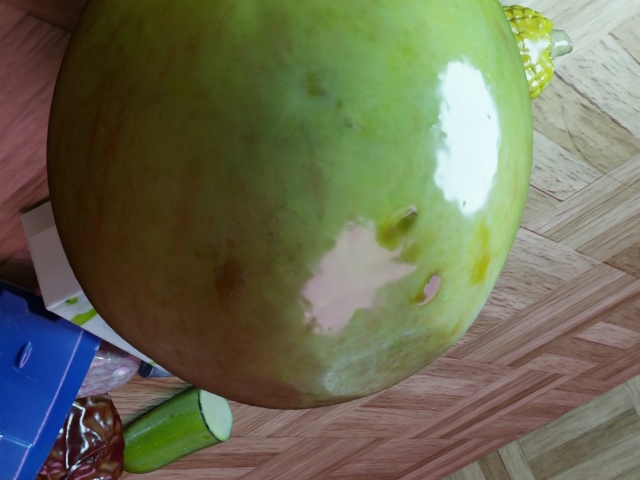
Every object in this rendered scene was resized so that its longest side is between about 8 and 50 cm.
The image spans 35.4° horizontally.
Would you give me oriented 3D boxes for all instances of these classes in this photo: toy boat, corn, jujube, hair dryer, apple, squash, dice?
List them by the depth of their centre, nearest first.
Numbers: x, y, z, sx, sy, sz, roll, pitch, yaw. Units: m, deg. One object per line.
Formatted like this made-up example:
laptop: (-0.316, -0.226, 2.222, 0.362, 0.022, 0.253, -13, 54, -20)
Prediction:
apple: (-0.024, -0.067, 0.672, 0.338, 0.338, 0.305, -15, 138, -18)
corn: (0.100, -0.143, 0.892, 0.262, 0.097, 0.097, -16, 155, -6)
toy boat: (-0.332, 0.186, 1.017, 0.129, 0.088, 0.295, 25, 99, -9)
dice: (-0.256, 0.115, 1.108, 0.091, 0.093, 0.094, 0, 146, -40)
jujube: (-0.358, 0.241, 1.164, 0.232, 0.213, 0.213, -9, 152, -38)
hair dryer: (-0.182, 0.135, 1.287, 0.063, 0.037, 0.114, 5, 136, -49)
squash: (-0.229, 0.286, 1.489, 0.188, 0.095, 0.095, -26, 156, 18)

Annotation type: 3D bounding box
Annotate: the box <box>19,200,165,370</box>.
box: (-0.140, 0.020, 0.997, 0.194, 0.111, 0.260, -26, 157, 7)
